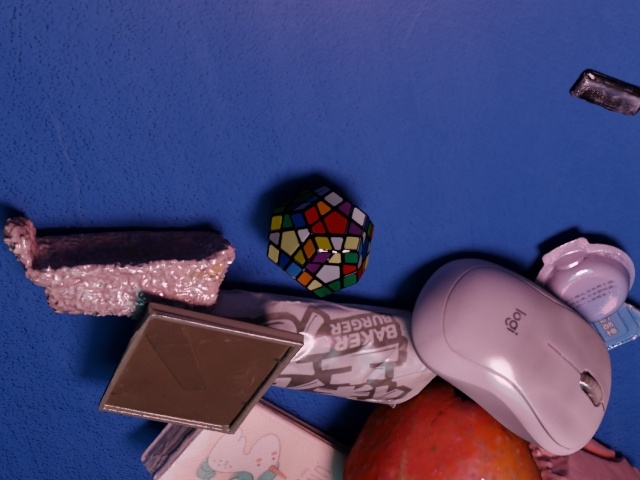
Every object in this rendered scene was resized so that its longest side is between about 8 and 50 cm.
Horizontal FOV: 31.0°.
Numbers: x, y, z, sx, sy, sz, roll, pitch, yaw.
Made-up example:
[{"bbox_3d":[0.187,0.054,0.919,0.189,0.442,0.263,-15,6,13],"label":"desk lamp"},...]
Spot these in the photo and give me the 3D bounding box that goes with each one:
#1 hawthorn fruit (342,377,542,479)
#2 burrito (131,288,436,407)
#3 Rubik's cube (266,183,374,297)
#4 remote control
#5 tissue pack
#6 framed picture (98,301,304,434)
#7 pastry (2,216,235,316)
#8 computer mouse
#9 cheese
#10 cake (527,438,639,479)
[{"bbox_3d":[0.139,0.349,1.577,0.307,0.276,0.276,-44,138,-21],"label":"hawthorn fruit"},{"bbox_3d":[-0.048,0.129,1.461,0.445,0.101,0.139,9,128,-22],"label":"burrito"},{"bbox_3d":[0.000,0.000,1.340,0.111,0.133,0.133,10,135,11],"label":"Rubik's cube"},{"bbox_3d":[0.334,-0.167,1.327,0.096,0.014,0.039,15,128,-24],"label":"remote control"},{"bbox_3d":[-0.078,0.321,1.633,0.325,0.071,0.170,35,96,-37],"label":"tissue pack"},{"bbox_3d":[-0.151,0.164,1.390,0.189,0.023,0.260,13,142,-17],"label":"framed picture"},{"bbox_3d":[-0.233,0.035,1.325,0.265,0.103,0.112,8,112,-12],"label":"pastry"},{"bbox_3d":[0.256,0.137,1.452,0.296,0.184,0.121,37,151,-6],"label":"computer mouse"},{"bbox_3d":[0.363,0.076,1.539,0.135,0.052,0.245,-26,134,15],"label":"cheese"},{"bbox_3d":[0.333,0.482,1.744,0.306,0.314,0.293,-38,128,24],"label":"cake"}]
